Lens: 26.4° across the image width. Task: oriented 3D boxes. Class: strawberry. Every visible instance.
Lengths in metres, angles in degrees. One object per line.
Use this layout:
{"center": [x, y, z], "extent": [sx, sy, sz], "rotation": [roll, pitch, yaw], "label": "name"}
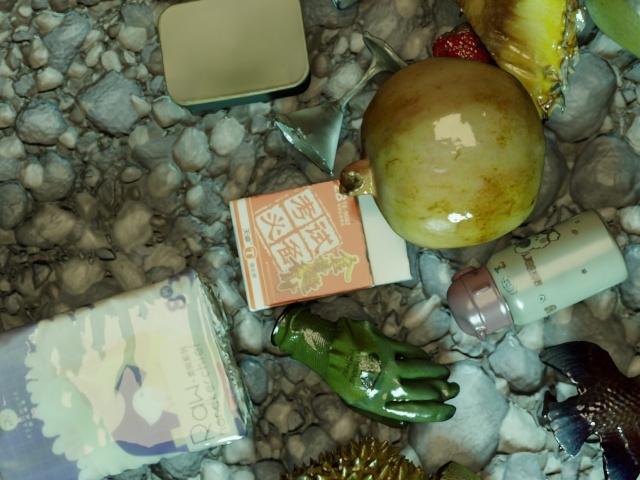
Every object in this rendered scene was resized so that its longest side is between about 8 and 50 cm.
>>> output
{"center": [0.202, -0.252, 1.868], "extent": [0.083, 0.083, 0.096], "rotation": [-44, 86, 0], "label": "strawberry"}

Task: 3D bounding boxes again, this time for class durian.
{"center": [0.028, 0.344, 1.776], "extent": [0.250, 0.183, 0.138], "rotation": [-29, 104, -2], "label": "durian"}

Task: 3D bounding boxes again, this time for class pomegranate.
{"center": [0.154, -0.107, 1.770], "extent": [0.270, 0.229, 0.252], "rotation": [-7, 109, -5], "label": "pomegranate"}

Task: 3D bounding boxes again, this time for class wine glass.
{"center": [0.034, -0.190, 1.864], "extent": [0.183, 0.122, 0.122], "rotation": [-45, 82, -5], "label": "wine glass"}

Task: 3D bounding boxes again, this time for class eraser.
{"center": [0.000, 0.000, 1.880], "extent": [0.230, 0.038, 0.157], "rotation": [-12, 83, 4], "label": "eraser"}

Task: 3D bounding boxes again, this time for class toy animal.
{"center": [0.384, 0.218, 1.784], "extent": [0.179, 0.116, 0.218], "rotation": [-26, 76, 3], "label": "toy animal"}

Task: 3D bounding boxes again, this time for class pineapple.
{"center": [0.275, -0.345, 1.811], "extent": [0.161, 0.158, 0.334], "rotation": [-34, 84, -41], "label": "pineapple"}

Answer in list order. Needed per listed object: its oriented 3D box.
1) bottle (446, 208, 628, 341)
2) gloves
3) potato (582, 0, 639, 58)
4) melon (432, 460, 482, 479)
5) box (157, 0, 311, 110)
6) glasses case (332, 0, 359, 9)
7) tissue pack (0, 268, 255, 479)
{"center": [0.282, 0.051, 1.814], "extent": [0.233, 0.110, 0.110], "rotation": [-24, 83, 3], "label": "bottle"}
{"center": [0.060, 0.171, 1.831], "extent": [0.268, 0.107, 0.135], "rotation": [22, 118, 5], "label": "gloves"}
{"center": [0.446, -0.353, 1.788], "extent": [0.202, 0.218, 0.351], "rotation": [-26, 88, -35], "label": "potato"}
{"center": [0.185, 0.382, 1.805], "extent": [0.128, 0.079, 0.160], "rotation": [18, 86, 8], "label": "melon"}
{"center": [-0.115, -0.260, 1.891], "extent": [0.201, 0.090, 0.144], "rotation": [-10, 83, 4], "label": "box"}
{"center": [0.133, -0.435, 1.900], "extent": [0.299, 0.060, 0.114], "rotation": [-26, 80, 2], "label": "glasses case"}
{"center": [-0.280, 0.199, 1.843], "extent": [0.344, 0.125, 0.242], "rotation": [-18, 83, 3], "label": "tissue pack"}
